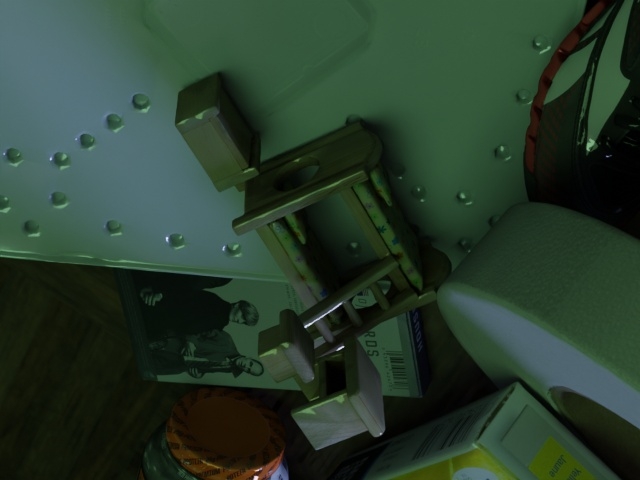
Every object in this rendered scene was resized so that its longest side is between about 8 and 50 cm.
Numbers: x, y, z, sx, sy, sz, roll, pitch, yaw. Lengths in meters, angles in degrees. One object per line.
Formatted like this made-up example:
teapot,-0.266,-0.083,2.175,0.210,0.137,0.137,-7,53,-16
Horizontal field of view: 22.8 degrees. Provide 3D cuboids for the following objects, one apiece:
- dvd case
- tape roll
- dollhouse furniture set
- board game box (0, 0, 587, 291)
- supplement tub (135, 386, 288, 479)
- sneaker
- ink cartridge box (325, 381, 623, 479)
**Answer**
dvd case,-0.045,0.031,1.180,0.239,0.029,0.179,1,118,23
tape roll,0.234,0.130,0.928,0.392,0.392,0.072,42,83,-2
dollhouse furniture set,0.000,0.000,0.946,0.101,0.161,0.182,-23,123,14
board game box,-0.038,-0.148,0.973,0.390,0.050,0.390,5,124,-5
supplement tub,-0.093,0.215,1.252,0.117,0.117,0.190,25,125,9
sneaker,0.202,-0.100,0.905,0.098,0.135,0.276,16,119,-19
ink cartridge box,0.166,0.248,1.109,0.307,0.072,0.303,45,153,-3
